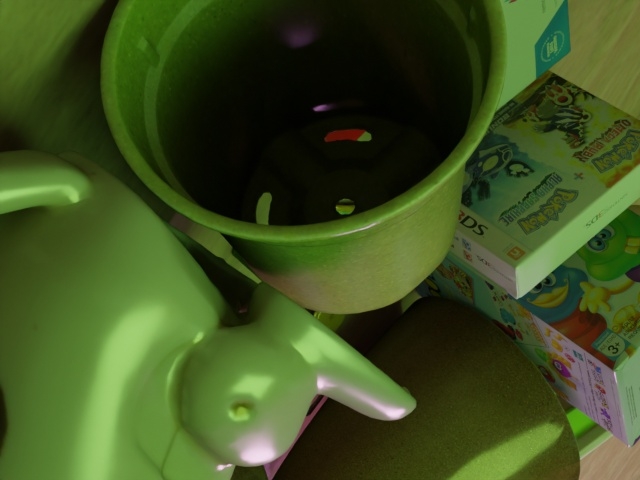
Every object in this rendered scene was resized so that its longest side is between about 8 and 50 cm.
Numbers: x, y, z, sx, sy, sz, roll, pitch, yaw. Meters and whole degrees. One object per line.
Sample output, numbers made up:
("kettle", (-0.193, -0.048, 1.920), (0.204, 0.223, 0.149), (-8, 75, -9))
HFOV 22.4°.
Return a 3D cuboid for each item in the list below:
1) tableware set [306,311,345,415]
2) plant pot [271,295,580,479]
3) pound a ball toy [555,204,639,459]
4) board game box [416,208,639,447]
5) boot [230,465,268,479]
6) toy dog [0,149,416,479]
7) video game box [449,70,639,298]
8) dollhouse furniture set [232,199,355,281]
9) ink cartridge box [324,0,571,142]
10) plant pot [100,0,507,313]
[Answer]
("tableware set", (-0.011, 0.092, 1.504), (0.104, 0.024, 0.154), (-49, 145, -12))
("plant pot", (0.071, 0.217, 1.522), (0.254, 0.237, 0.237), (-34, 142, -24))
("pound a ball toy", (0.256, 0.113, 1.777), (0.319, 0.136, 0.208), (-32, 115, -29))
("board game box", (0.222, 0.037, 1.503), (0.142, 0.275, 0.144), (-43, 145, -16))
("boot", (-0.184, 0.218, 1.360), (0.305, 0.115, 0.112), (-7, 166, -33))
("toy dog", (-0.188, 0.171, 1.092), (0.408, 0.285, 0.395), (-56, 148, -3))
("video game box", (0.177, -0.063, 1.440), (0.205, 0.187, 0.048), (-38, 144, -22))
("dollhouse furniture set", (0.000, 0.000, 1.398), (0.152, 0.058, 0.076), (-9, 127, -46))
("ink cartridge box", (0.104, -0.158, 1.363), (0.231, 0.078, 0.134), (-39, 144, -19))
("plant pot", (0.006, -0.074, 1.185), (0.276, 0.276, 0.254), (-45, 156, -12))
